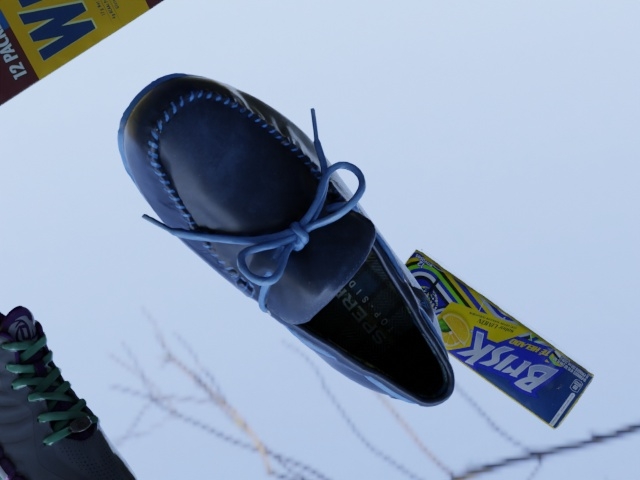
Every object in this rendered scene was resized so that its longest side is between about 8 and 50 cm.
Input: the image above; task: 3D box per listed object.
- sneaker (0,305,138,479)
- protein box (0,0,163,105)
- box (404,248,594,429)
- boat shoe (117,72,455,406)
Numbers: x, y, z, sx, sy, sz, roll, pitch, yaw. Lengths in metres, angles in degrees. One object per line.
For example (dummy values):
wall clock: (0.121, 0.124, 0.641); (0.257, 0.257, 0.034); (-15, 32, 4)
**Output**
sneaker: (-0.203, 0.108, 1.144); (0.224, 0.098, 0.083); (35, -147, 26)
protein box: (-0.245, -0.209, 1.272); (0.200, 0.136, 0.201); (-37, -156, -23)
box: (0.130, 0.076, 1.290); (0.169, 0.054, 0.059); (35, -175, 7)
boat shoe: (0.000, 0.000, 0.910); (0.109, 0.258, 0.089); (-52, -144, 0)
